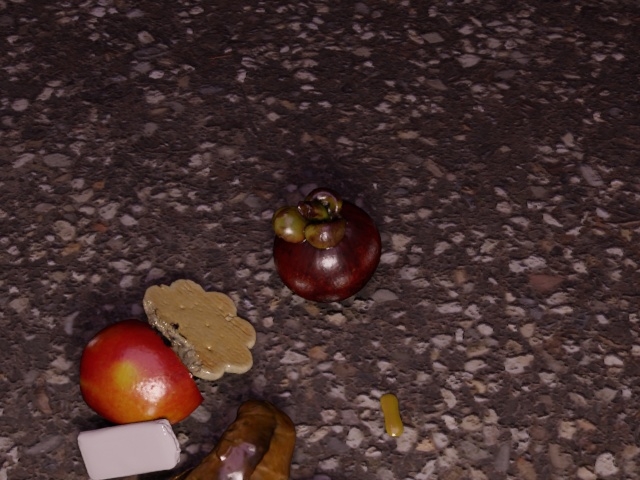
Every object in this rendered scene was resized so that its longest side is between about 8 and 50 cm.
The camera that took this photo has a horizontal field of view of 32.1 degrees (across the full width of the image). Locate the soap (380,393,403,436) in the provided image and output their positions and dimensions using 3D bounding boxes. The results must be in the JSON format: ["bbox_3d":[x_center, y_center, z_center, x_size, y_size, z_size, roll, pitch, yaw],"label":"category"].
[{"bbox_3d":[0.132,0.323,2.060,0.034,0.012,0.089,-7,53,-6],"label":"soap"}]

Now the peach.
[{"bbox_3d":[-0.316,0.242,2.013,0.226,0.190,0.196,6,23,4],"label":"peach"}]

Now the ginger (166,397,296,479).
[{"bbox_3d":[-0.162,0.415,1.894,0.321,0.165,0.172,-38,69,-21],"label":"ginger"}]

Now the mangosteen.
[{"bbox_3d":[0.000,0.000,2.152,0.215,0.257,0.215,-13,53,18],"label":"mangosteen"}]

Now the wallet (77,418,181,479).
[{"bbox_3d":[-0.334,0.367,1.948,0.189,0.095,0.033,-10,15,17],"label":"wallet"}]

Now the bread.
[{"bbox_3d":[-0.221,0.168,2.129,0.181,0.039,0.251,-12,49,-43],"label":"bread"}]
